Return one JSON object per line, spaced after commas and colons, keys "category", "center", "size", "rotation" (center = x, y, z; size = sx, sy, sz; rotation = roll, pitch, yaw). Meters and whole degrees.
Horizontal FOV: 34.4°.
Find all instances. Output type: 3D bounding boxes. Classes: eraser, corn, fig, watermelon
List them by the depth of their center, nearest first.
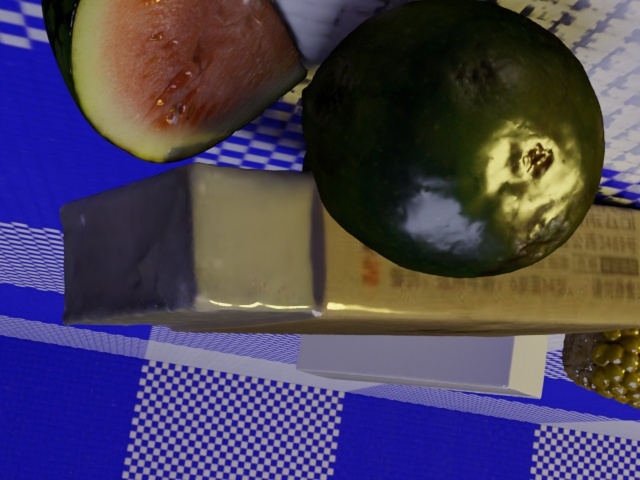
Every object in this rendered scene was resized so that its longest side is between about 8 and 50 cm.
{"category": "watermelon", "center": [-0.075, -0.090, 0.424], "size": [0.069, 0.087, 0.163], "rotation": [44, 179, 23]}
{"category": "fig", "center": [0.034, -0.042, 0.441], "size": [0.117, 0.117, 0.177], "rotation": [17, 176, -34]}
{"category": "eraser", "center": [0.039, 0.014, 0.588], "size": [0.343, 0.078, 0.144], "rotation": [4, 171, -38]}
{"category": "corn", "center": [0.366, 0.113, 0.863], "size": [0.321, 0.119, 0.119], "rotation": [7, 168, 6]}
{"category": "eraser", "center": [0.112, 0.130, 1.206], "size": [0.298, 0.078, 0.076], "rotation": [-2, 164, 40]}

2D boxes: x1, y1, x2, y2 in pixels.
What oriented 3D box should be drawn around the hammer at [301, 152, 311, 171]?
{"category": "hammer", "center": [0.000, 0.000, 0.763], "size": [0.111, 0.043, 0.365], "rotation": [-2, 165, -4]}
